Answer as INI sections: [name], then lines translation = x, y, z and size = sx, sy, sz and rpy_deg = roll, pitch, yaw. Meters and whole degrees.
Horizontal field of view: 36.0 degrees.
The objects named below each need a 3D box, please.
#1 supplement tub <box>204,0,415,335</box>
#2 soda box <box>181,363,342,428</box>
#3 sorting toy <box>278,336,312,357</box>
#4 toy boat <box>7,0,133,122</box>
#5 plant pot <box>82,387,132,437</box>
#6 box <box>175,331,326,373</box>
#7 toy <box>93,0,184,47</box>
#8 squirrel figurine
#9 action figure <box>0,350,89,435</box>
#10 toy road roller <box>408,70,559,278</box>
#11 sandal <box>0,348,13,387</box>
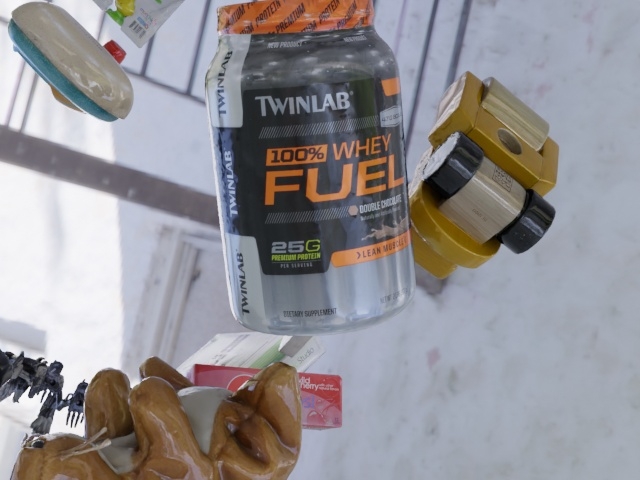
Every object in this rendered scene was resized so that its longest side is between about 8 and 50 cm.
[supplement tub]
translation = -0.011, -0.084, 1.046
size = 0.207, 0.338, 0.207
rpy_deg = -6, -168, 1
[soda box]
translation = -0.097, 0.260, 1.621
size = 0.263, 0.092, 0.083
rpy_deg = 7, 163, -23
[sorting toy]
translation = 0.000, 0.000, 1.413
size = 0.089, 0.257, 0.255
rpy_deg = 26, 147, -8
[toy boat]
translation = -0.455, -0.315, 1.835
size = 0.267, 0.148, 0.318
rpy_deg = 46, -173, -3
[plant pot]
translation = -0.415, 0.463, 2.144
size = 0.188, 0.167, 0.187
rpy_deg = 51, 170, 33
[box]
translation = -0.170, 0.257, 1.870
size = 0.322, 0.058, 0.232
rpy_deg = -10, -157, 50
[toy]
translation = -0.239, -0.424, 1.531
size = 0.137, 0.237, 0.056
rpy_deg = 46, -177, 9
[squirrel figurine]
translation = -0.230, 0.363, 1.263
size = 0.281, 0.397, 0.370
rpy_deg = 6, -164, 34
[action figure]
translation = -0.558, 0.293, 1.912
size = 0.164, 0.141, 0.275
rpy_deg = 41, 157, -28
[toy road roller]
translation = 0.231, -0.089, 1.591
size = 0.202, 0.329, 0.240
rpy_deg = 37, 130, -12
[sandal]
translation = -0.540, 0.118, 1.372
size = 0.254, 0.054, 0.097
rpy_deg = 39, 132, 3
